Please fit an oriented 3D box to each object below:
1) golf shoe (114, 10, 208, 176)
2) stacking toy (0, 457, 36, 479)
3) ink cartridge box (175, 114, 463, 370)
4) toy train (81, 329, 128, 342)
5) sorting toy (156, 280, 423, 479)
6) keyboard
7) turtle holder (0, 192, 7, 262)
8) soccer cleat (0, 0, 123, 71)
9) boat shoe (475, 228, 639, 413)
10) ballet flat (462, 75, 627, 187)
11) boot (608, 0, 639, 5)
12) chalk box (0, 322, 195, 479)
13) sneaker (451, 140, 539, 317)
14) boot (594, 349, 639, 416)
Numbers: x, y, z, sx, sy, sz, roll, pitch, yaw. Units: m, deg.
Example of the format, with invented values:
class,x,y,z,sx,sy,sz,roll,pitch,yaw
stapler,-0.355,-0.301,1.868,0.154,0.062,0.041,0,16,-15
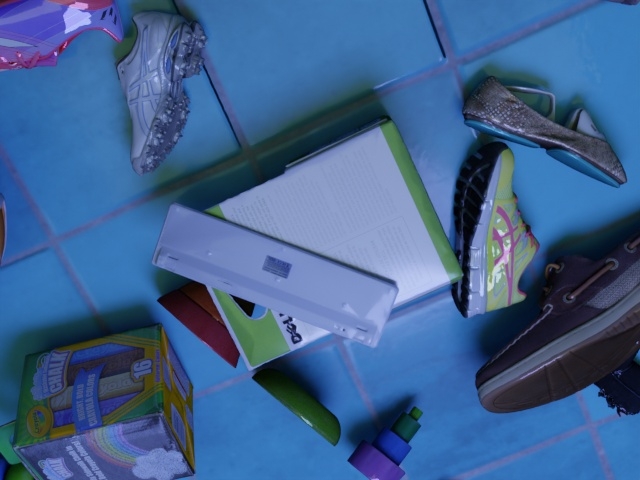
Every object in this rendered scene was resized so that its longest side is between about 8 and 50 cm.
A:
class,x,y,z,sx,sy,sz,roll,pitch,yaw
golf shoe,-0.184,-0.160,0.920,0.086,0.069,0.176,23,104,11
stacking toy,-0.354,0.323,1.042,0.330,0.141,0.141,0,109,-9
ink cartridge box,0.000,0.000,0.941,0.255,0.097,0.189,-24,99,7
toy train,-0.276,0.136,1.026,0.158,0.027,0.036,-14,98,2
sorting toy,-0.015,0.142,1.010,0.365,0.127,0.126,41,80,-12
keyboard,-0.049,0.037,0.896,0.256,0.014,0.072,21,96,0
turtle holder,-0.479,0.000,0.862,0.320,0.243,0.227,-12,126,-8
soccer cleat,-0.326,-0.206,0.881,0.248,0.083,0.095,-23,108,2
boat shoe,0.313,0.071,0.988,0.342,0.123,0.123,-37,142,8
ballet flat,0.257,-0.124,0.939,0.206,0.073,0.067,22,92,-13
boot,0.324,-0.310,0.895,0.087,0.042,0.118,23,107,-16
chalk box,-0.263,0.204,0.976,0.213,0.132,0.132,-12,134,2
sneaker,0.205,-0.013,0.973,0.094,0.081,0.209,-2,115,-9
boot,0.384,0.154,1.048,0.099,0.045,0.121,42,108,-13
